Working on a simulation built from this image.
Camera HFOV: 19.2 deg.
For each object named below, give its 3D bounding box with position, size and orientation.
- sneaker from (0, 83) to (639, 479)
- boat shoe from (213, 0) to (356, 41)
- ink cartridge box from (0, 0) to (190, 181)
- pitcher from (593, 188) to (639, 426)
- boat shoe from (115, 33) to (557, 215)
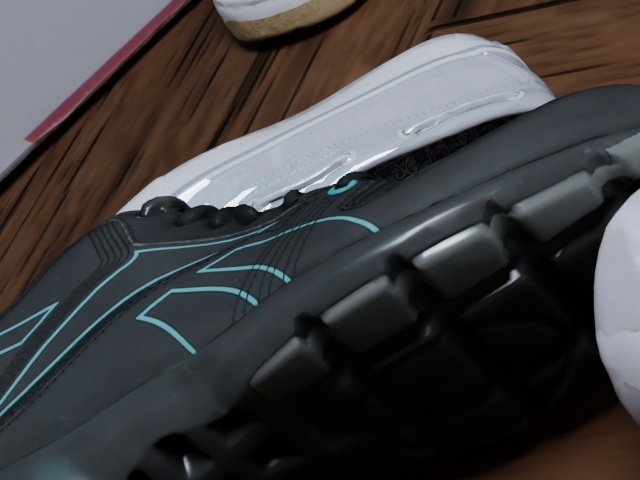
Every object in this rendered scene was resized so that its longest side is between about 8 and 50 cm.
[{"bbox_3d":[-0.021,0.021,0.526,0.267,0.101,0.106,-30,51,12],"label":"sneaker"},{"bbox_3d":[-0.002,-0.206,0.850,0.098,0.096,0.277,-16,35,24],"label":"boat shoe"},{"bbox_3d":[-0.271,-0.127,0.909,0.385,0.160,0.279,13,53,48],"label":"ink cartridge box"},{"bbox_3d":[0.175,0.022,0.390,0.178,0.125,0.207,-26,20,-8],"label":"pitcher"},{"bbox_3d":[0.000,0.000,0.614,0.184,0.066,0.063,-27,30,-11],"label":"boat shoe"}]
